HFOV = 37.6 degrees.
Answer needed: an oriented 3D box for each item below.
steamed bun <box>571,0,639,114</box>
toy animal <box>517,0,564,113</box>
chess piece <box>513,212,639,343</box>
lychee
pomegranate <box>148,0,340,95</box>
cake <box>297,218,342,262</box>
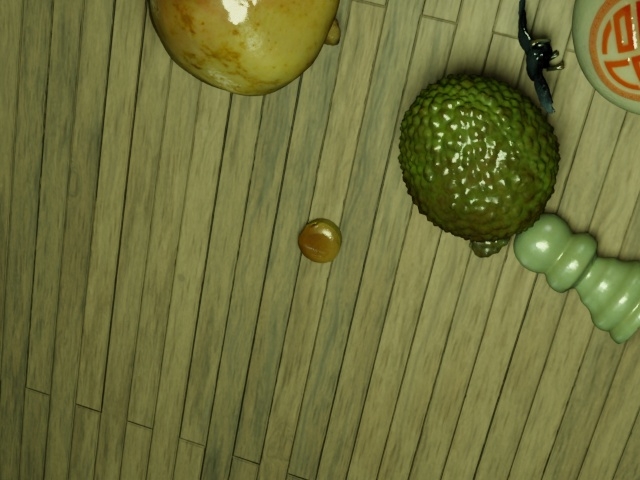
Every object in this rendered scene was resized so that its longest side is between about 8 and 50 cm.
[{"bbox_3d":[0.505,-0.312,1.402,0.283,0.177,0.283,17,124,27],"label":"steamed bun"},{"bbox_3d":[0.354,-0.298,1.528,0.062,0.108,0.220,-18,73,23],"label":"toy animal"},{"bbox_3d":[0.448,0.051,1.622,0.251,0.144,0.144,34,116,7],"label":"chess piece"},{"bbox_3d":[0.259,-0.126,1.537,0.320,0.270,0.270,28,122,-36],"label":"lychee"},{"bbox_3d":[-0.103,-0.393,1.522,0.342,0.342,0.342,5,112,14],"label":"pomegranate"},{"bbox_3d":[0.000,0.000,1.774,0.084,0.044,0.084,6,114,14],"label":"cake"}]
